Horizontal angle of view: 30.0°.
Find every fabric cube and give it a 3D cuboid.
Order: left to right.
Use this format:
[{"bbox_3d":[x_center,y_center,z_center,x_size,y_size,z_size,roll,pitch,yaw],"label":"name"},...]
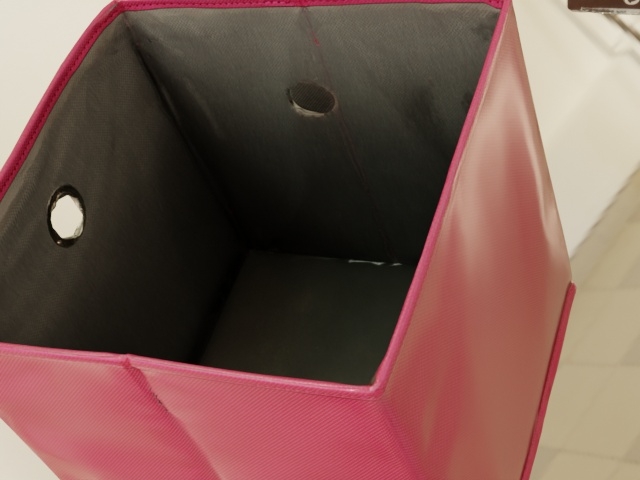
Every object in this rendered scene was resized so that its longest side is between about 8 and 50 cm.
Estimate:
[{"bbox_3d":[-0.015,0.035,0.691,0.259,0.258,0.254,4,54,24],"label":"fabric cube"}]

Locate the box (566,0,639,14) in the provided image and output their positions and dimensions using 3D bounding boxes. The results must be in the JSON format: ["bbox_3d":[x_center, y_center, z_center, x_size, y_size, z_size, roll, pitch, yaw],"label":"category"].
[{"bbox_3d":[0.391,-0.395,1.435,0.168,0.167,0.203,5,43,15],"label":"box"}]

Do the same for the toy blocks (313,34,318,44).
[{"bbox_3d":[-0.069,-0.166,1.198,0.190,0.381,0.261,1,33,49],"label":"toy blocks"}]
